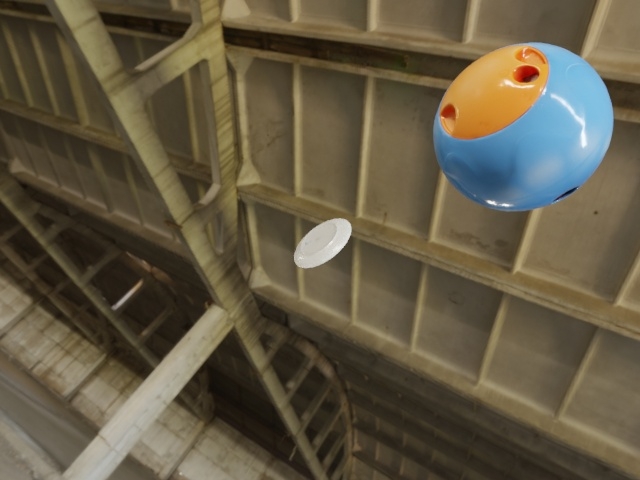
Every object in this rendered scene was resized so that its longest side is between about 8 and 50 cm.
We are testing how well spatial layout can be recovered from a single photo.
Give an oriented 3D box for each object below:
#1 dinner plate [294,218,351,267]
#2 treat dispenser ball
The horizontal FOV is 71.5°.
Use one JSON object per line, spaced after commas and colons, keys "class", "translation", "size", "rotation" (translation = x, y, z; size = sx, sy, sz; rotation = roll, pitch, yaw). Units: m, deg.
{"class": "dinner plate", "translation": [0.000, 0.000, 0.927], "size": [0.141, 0.141, 0.017], "rotation": [-2, -44, 48]}
{"class": "treat dispenser ball", "translation": [0.349, -0.195, 0.791], "size": [0.288, 0.288, 0.288], "rotation": [27, -32, 19]}
